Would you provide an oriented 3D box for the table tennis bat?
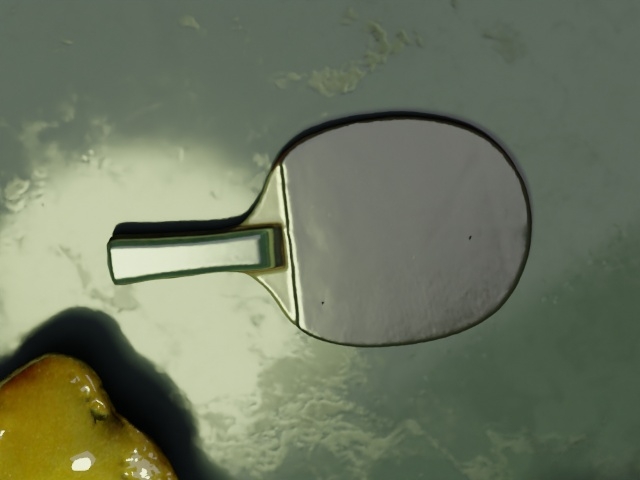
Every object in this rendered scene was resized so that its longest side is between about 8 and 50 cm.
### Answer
[{"bbox_3d":[0.000,0.000,1.032,0.274,0.021,0.154,-5,105,-1],"label":"table tennis bat"}]

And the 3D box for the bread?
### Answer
[{"bbox_3d":[-0.159,0.189,1.052,0.161,0.088,0.233,-29,101,3],"label":"bread"}]
